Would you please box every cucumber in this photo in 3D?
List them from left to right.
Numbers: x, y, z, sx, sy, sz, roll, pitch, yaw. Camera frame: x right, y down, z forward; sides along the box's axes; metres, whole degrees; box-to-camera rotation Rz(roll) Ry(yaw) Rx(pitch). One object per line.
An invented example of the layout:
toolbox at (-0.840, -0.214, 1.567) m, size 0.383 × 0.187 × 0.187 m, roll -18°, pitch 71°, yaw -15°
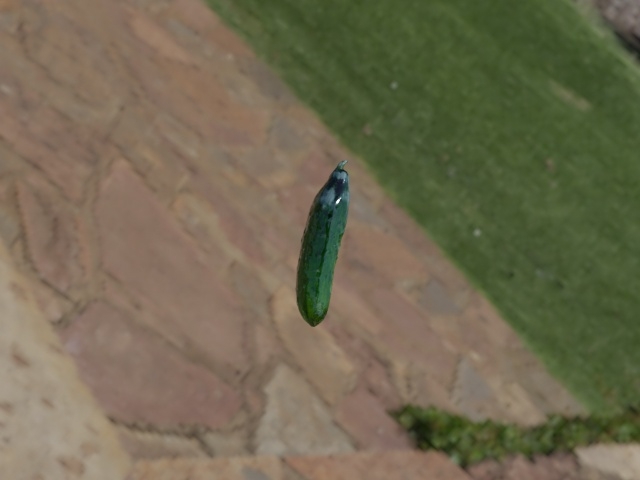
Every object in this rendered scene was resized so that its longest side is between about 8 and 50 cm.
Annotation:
cucumber at (0.000, 0.000, 1.377) m, size 0.037 × 0.155 × 0.037 m, roll 12°, pitch -7°, yaw 1°
